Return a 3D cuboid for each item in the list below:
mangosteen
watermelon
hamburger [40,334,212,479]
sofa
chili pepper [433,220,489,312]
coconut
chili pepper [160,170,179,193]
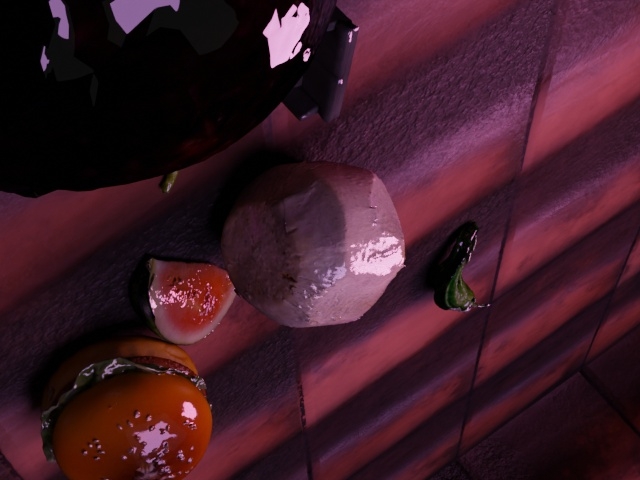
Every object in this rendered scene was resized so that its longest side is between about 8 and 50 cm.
[{"bbox_3d":[-0.172,-0.227,0.704,0.381,0.381,0.421,-28,142,-24],"label":"mangosteen"},{"bbox_3d":[-0.188,0.082,1.527,0.119,0.063,0.245,-57,152,5],"label":"watermelon"},{"bbox_3d":[-0.264,0.256,1.510,0.246,0.170,0.246,-15,138,-14],"label":"hamburger"},{"bbox_3d":[-0.013,-0.205,1.260,0.060,0.085,0.147,-29,153,-29],"label":"sofa"},{"bbox_3d":[0.261,0.075,2.098,0.122,0.065,0.279,-31,149,-10],"label":"chili pepper"},{"bbox_3d":[0.001,0.001,1.462,0.230,0.227,0.227,-10,142,-44],"label":"coconut"},{"bbox_3d":[-0.181,-0.084,1.305,0.030,0.017,0.083,-25,151,-25],"label":"chili pepper"}]
